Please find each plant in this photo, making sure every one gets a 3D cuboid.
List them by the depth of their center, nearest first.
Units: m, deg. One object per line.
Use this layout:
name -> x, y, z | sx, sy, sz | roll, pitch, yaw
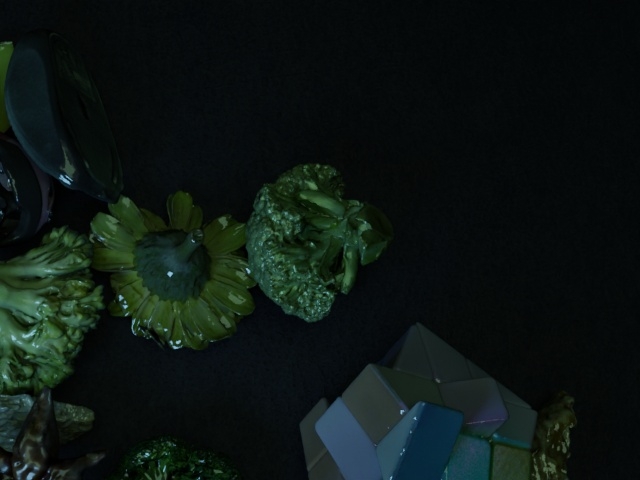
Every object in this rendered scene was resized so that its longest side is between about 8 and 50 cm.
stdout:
plant -> -0.253, 0.067, 1.825 | 0.305, 0.297, 0.261 | 10, 103, -18

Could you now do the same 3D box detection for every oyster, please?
oyster -> 0.368, 0.427, 1.879 | 0.110, 0.166, 0.341 | 28, 90, -11

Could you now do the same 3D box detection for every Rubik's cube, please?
Rubik's cube -> 0.170, 0.365, 1.758 | 0.387, 0.358, 0.368 | 36, 32, 0

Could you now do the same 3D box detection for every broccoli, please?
broccoli -> -0.242, 0.473, 1.690 | 0.297, 0.297, 0.298 | -4, 112, -10
broccoli -> -0.489, 0.106, 1.732 | 0.248, 0.245, 0.288 | -22, 61, 16

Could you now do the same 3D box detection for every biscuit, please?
biscuit -> -0.504, 0.302, 1.731 | 0.265, 0.188, 0.040 | -5, 56, -5

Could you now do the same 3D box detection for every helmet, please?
helmet -> -0.563, -0.102, 1.827 | 0.253, 0.198, 0.154 | 40, 32, 26

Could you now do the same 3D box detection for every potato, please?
potato -> -0.589, -0.264, 1.917 | 0.119, 0.054, 0.198 | 0, 72, -5

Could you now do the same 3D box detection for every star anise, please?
star anise -> -0.446, 0.380, 1.547 | 0.292, 0.109, 0.349 | -37, 86, -25

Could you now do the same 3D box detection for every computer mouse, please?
computer mouse -> -0.454, -0.204, 1.845 | 0.114, 0.203, 0.374 | -29, 60, 14

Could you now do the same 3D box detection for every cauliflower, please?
cauliflower -> 0.000, 0.000, 1.832 | 0.250, 0.272, 0.275 | -10, 94, 20
